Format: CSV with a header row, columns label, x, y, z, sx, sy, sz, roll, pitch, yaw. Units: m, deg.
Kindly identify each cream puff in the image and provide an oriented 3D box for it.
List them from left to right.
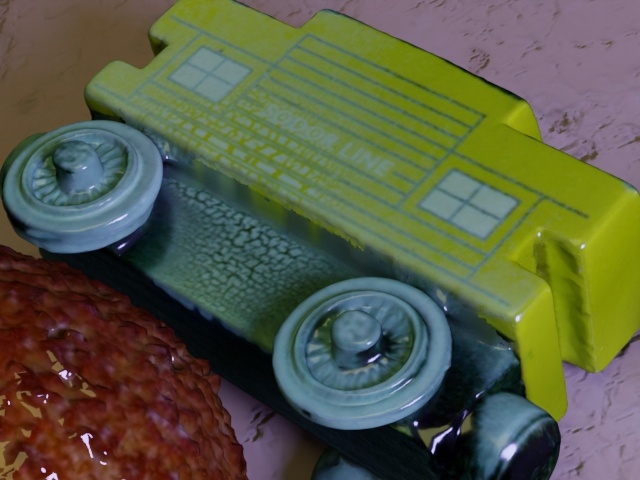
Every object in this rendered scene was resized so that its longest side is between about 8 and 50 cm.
label,x,y,z,sx,sy,sz,roll,pitch,yaw
cream puff,-0.166,0.128,0.913,0.350,0.350,0.229,29,80,33

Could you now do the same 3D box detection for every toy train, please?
label,x,y,z,sx,sy,sz,roll,pitch,yaw
toy train,0.000,0.000,1.052,0.442,0.179,0.272,29,62,33
